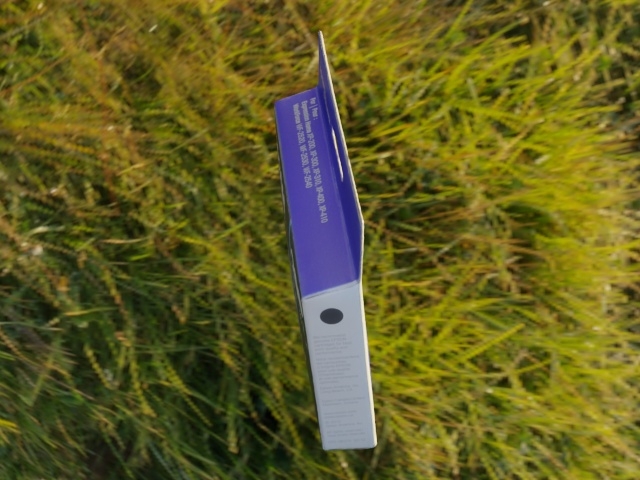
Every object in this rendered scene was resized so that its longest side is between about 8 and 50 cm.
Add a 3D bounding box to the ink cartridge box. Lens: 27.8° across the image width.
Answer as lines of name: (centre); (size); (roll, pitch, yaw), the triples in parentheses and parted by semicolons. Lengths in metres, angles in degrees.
ink cartridge box: (0.000, 0.000, 0.879); (0.045, 0.206, 0.208); (-7, 132, -3)
